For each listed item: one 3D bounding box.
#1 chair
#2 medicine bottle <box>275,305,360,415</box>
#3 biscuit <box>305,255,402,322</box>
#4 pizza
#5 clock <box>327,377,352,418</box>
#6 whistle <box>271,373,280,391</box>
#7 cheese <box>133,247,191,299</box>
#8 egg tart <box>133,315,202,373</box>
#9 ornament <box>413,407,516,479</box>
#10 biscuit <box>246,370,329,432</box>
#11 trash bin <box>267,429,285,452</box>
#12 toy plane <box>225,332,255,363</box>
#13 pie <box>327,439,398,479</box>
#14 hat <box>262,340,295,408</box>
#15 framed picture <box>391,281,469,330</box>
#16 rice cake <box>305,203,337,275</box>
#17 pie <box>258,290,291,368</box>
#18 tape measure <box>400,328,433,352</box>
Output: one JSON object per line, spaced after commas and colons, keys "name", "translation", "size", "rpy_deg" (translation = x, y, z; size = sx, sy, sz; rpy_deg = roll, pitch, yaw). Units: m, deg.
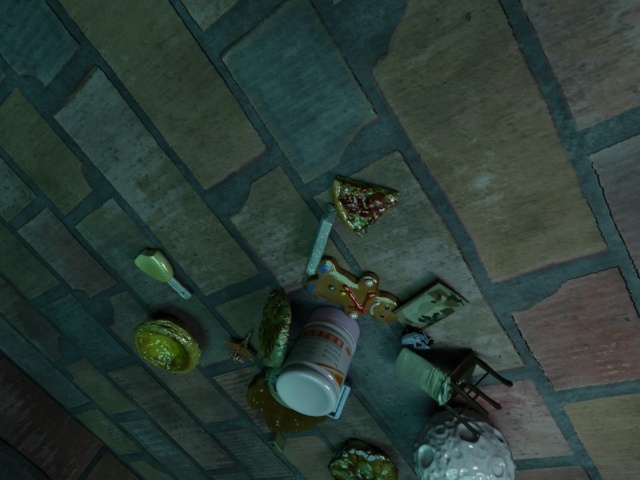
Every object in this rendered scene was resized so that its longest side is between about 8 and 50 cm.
{"name": "chair", "translation": [0.422, 0.449, 1.423], "size": [0.319, 0.186, 0.160], "rpy_deg": [35, 139, 35]}
{"name": "medicine bottle", "translation": [0.000, 0.389, 1.449], "size": [0.202, 0.316, 0.202], "rpy_deg": [10, 124, 15]}
{"name": "biscuit", "translation": [0.115, 0.178, 1.434], "size": [0.323, 0.049, 0.206], "rpy_deg": [28, 127, 0]}
{"name": "pizza", "translation": [0.125, -0.106, 1.231], "size": [0.193, 0.053, 0.201], "rpy_deg": [-21, 113, 31]}
{"name": "clock", "translation": [0.010, 0.576, 1.684], "size": [0.193, 0.073, 0.145], "rpy_deg": [20, 93, 9]}
{"name": "whistle", "translation": [-0.027, 0.471, 1.555], "size": [0.062, 0.311, 0.062], "rpy_deg": [6, 98, 53]}
{"name": "cheese", "translation": [-0.592, 0.131, 1.676], "size": [0.127, 0.050, 0.255], "rpy_deg": [-34, 107, 33]}
{"name": "egg tart", "translation": [-0.627, 0.422, 1.837], "size": [0.318, 0.128, 0.319], "rpy_deg": [9, 126, 13]}
{"name": "ornament", "translation": [0.488, 0.747, 1.505], "size": [0.336, 0.337, 0.337], "rpy_deg": [10, 125, 15]}
{"name": "biscuit", "translation": [-0.144, 0.694, 1.863], "size": [0.358, 0.074, 0.381], "rpy_deg": [28, 129, 2]}
{"name": "trash bin", "translation": [-0.204, 0.951, 2.069], "size": [0.042, 0.061, 0.092], "rpy_deg": [-12, 120, 27]}
{"name": "toy plane", "translation": [-0.308, 0.422, 1.761], "size": [0.135, 0.062, 0.188], "rpy_deg": [30, 114, 0]}
{"name": "pie", "translation": [0.193, 1.013, 1.927], "size": [0.288, 0.103, 0.355], "rpy_deg": [30, 124, 0]}
{"name": "hat", "translation": [-0.118, 0.505, 1.612], "size": [0.257, 0.130, 0.258], "rpy_deg": [-2, 84, 21]}
{"name": "framed picture", "translation": [0.341, 0.211, 1.366], "size": [0.135, 0.010, 0.201], "rpy_deg": [31, 129, -21]}
{"name": "rice cake", "translation": [0.000, 0.000, 1.334], "size": [0.040, 0.085, 0.226], "rpy_deg": [19, 127, -1]}
{"name": "pie", "translation": [-0.157, 0.309, 1.504], "size": [0.055, 0.274, 0.274], "rpy_deg": [10, 131, -22]}
{"name": "tape measure", "translation": [0.311, 0.329, 1.446], "size": [0.094, 0.054, 0.091], "rpy_deg": [33, 136, -25]}
